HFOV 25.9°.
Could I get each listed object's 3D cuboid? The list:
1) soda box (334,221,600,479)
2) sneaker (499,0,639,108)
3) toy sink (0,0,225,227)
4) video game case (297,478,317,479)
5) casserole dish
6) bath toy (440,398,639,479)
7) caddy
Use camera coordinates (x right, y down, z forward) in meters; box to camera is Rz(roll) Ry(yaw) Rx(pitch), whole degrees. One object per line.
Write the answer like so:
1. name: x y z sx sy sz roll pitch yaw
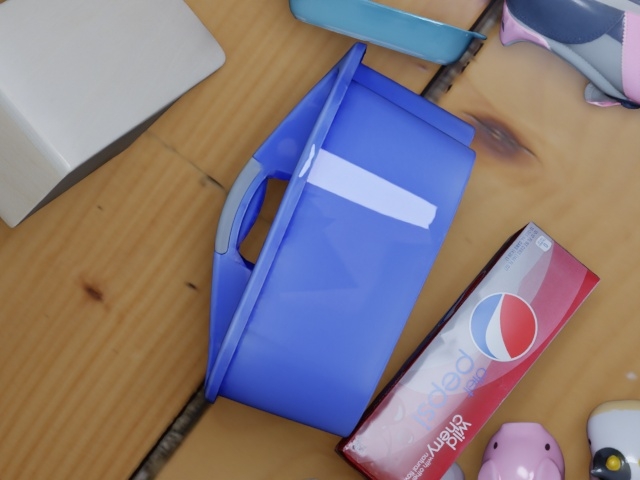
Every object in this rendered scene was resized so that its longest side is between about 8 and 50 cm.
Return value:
1. soda box: 0.128 0.111 1.230 0.083 0.092 0.263 40 81 2
2. sneaker: 0.302 -0.151 1.201 0.319 0.112 0.131 33 137 -4
3. toy sink: -0.227 -0.144 1.260 0.153 0.234 0.131 50 136 -4
4. video game case: -0.068 0.261 1.358 0.122 0.087 0.011 -8 104 13
5. casserole dish: 0.051 -0.190 1.216 0.188 0.114 0.037 19 100 6
6. bath toy: 0.206 0.226 1.277 0.348 0.129 0.152 -6 102 13
7. caddy: 0.000 0.000 1.208 0.179 0.241 0.341 23 105 0
